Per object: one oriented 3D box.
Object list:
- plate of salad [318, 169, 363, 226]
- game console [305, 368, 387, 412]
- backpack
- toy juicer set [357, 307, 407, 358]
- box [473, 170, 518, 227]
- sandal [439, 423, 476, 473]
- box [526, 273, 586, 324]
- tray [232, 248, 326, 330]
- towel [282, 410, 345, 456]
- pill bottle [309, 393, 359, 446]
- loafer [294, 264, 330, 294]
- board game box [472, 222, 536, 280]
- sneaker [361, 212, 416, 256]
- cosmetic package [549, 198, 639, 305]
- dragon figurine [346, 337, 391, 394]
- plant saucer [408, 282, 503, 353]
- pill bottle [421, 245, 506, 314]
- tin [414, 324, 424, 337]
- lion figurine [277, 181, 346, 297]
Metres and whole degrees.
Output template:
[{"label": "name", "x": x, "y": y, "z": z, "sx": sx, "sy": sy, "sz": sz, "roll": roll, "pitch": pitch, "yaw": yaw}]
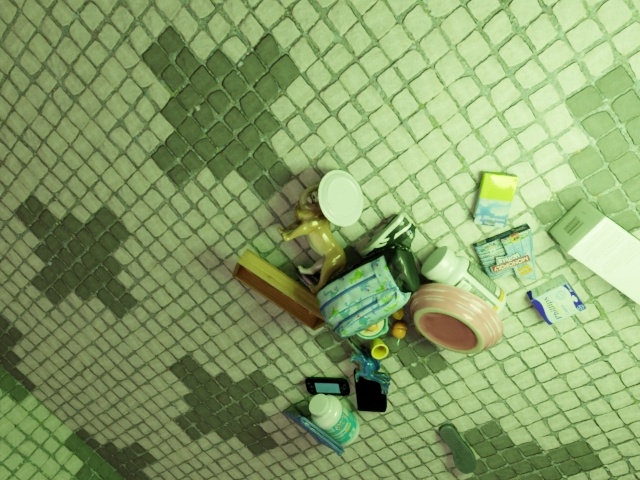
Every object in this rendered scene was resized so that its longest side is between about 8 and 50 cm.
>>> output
[{"label": "plate of salad", "x": 0.068, "y": -0.146, "z": 1.439, "sx": 0.048, "sy": 0.200, "sz": 0.200, "roll": -11, "pitch": 114, "yaw": 54}, {"label": "game console", "x": 0.112, "y": 0.667, "z": 1.842, "sx": 0.361, "sy": 0.044, "sz": 0.213, "roll": -2, "pitch": 112, "yaw": 14}, {"label": "backpack", "x": 0.158, "y": 0.181, "z": 1.429, "sx": 0.355, "sy": 0.290, "sz": 0.273, "roll": -16, "pitch": 81, "yaw": 18}, {"label": "toy juicer set", "x": 0.223, "y": 0.297, "z": 1.601, "sx": 0.209, "sy": 0.089, "sz": 0.329, "roll": -33, "pitch": 110, "yaw": 4}, {"label": "box", "x": 0.585, "y": -0.137, "z": 1.388, "sx": 0.109, "sy": 0.042, "sz": 0.178, "roll": 9, "pitch": 115, "yaw": 10}, {"label": "sandal", "x": 0.616, "y": 0.919, "z": 1.839, "sx": 0.097, "sy": 0.054, "sz": 0.254, "roll": -26, "pitch": 95, "yaw": 14}, {"label": "box", "x": 0.835, "y": 0.212, "z": 1.466, "sx": 0.137, "sy": 0.072, "sz": 0.126, "roll": -36, "pitch": 101, "yaw": 24}, {"label": "tray", "x": -0.149, "y": 0.200, "z": 1.629, "sx": 0.411, "sy": 0.076, "sz": 0.203, "roll": 34, "pitch": 153, "yaw": -4}, {"label": "towel", "x": -0.042, "y": 0.857, "z": 1.850, "sx": 0.243, "sy": 0.040, "sz": 0.336, "roll": 40, "pitch": 155, "yaw": -3}, {"label": "pill bottle", "x": 0.054, "y": 0.779, "z": 1.810, "sx": 0.146, "sy": 0.146, "sz": 0.264, "roll": -23, "pitch": 124, "yaw": 21}, {"label": "loafer", "x": 0.032, "y": 0.186, "z": 1.632, "sx": 0.302, "sy": 0.109, "sz": 0.095, "roll": 42, "pitch": 99, "yaw": -14}, {"label": "board game box", "x": 0.667, "y": 0.067, "z": 1.449, "sx": 0.194, "sy": 0.060, "sz": 0.194, "roll": -25, "pitch": 105, "yaw": 21}, {"label": "sneaker", "x": 0.258, "y": 0.013, "z": 1.508, "sx": 0.121, "sy": 0.079, "sz": 0.217, "roll": 40, "pitch": 118, "yaw": -10}, {"label": "cosmetic package", "x": 0.944, "y": 0.053, "z": 1.306, "sx": 0.365, "sy": 0.197, "sz": 0.155, "roll": 33, "pitch": 115, "yaw": -4}, {"label": "dragon figurine", "x": 0.202, "y": 0.499, "z": 1.715, "sx": 0.144, "sy": 0.085, "sz": 0.289, "roll": -17, "pitch": 91, "yaw": 11}, {"label": "plant saucer", "x": 0.460, "y": 0.291, "z": 1.454, "sx": 0.332, "sy": 0.084, "sz": 0.332, "roll": 25, "pitch": 147, "yaw": 18}, {"label": "pill bottle", "x": 0.504, "y": 0.156, "z": 1.469, "sx": 0.278, "sy": 0.162, "sz": 0.162, "roll": 41, "pitch": 115, "yaw": -5}, {"label": "tin", "x": 0.431, "y": 0.296, "z": 1.615, "sx": 0.106, "sy": 0.040, "sz": 0.190, "roll": 12, "pitch": 116, "yaw": 3}, {"label": "lion figurine", "x": 0.000, "y": 0.000, "z": 1.511, "sx": 0.240, "sy": 0.142, "sz": 0.392, "roll": -28, "pitch": 107, "yaw": -7}]
